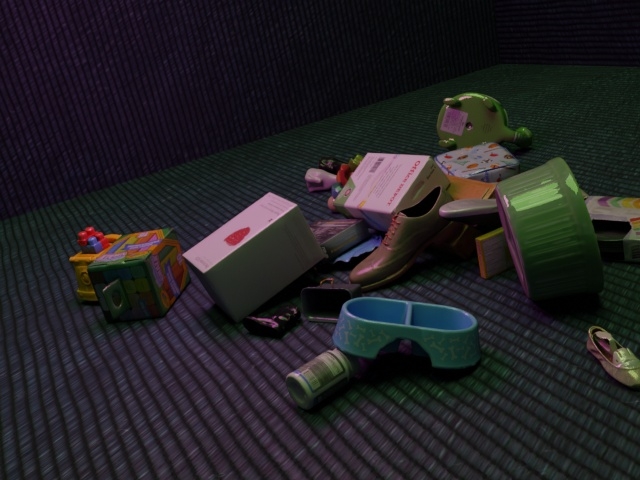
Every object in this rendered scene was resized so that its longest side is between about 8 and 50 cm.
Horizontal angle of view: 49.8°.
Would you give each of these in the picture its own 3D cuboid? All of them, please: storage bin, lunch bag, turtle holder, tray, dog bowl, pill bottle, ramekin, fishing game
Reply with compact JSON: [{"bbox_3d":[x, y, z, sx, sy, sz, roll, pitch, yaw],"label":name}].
[{"bbox_3d":[0.034,0.135,1.650,0.135,0.098,0.091,-1,13,28],"label":"storage bin"},{"bbox_3d":[0.504,-0.224,2.261,0.243,0.115,0.303,-16,22,-2],"label":"lunch bag"},{"bbox_3d":[0.606,-0.435,2.568,0.320,0.243,0.227,-11,2,29],"label":"turtle holder"},{"bbox_3d":[0.313,-0.092,1.948,0.203,0.076,0.411,-53,31,-9],"label":"tray"},{"bbox_3d":[0.172,0.177,1.370,0.297,0.074,0.166,6,17,9],"label":"dog bowl"},{"bbox_3d":[0.007,0.263,1.344,0.137,0.078,0.078,-26,25,-32],"label":"pill bottle"},{"bbox_3d":[0.484,-0.015,1.489,0.148,0.303,0.303,-17,20,11],"label":"ramekin"},{"bbox_3d":[0.091,0.031,1.949,0.264,0.041,0.189,-22,14,-8],"label":"fishing game"}]

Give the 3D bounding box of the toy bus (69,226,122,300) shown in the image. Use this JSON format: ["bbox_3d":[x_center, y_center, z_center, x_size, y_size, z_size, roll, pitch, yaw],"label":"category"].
[{"bbox_3d":[-0.643,0.052,2.083,0.149,0.211,0.220,-2,22,29],"label":"toy bus"}]

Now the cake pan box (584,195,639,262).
[{"bbox_3d":[0.731,-0.030,1.691,0.245,0.070,0.267,6,28,44],"label":"cake pan box"}]

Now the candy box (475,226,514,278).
[{"bbox_3d":[0.471,0.010,1.686,0.205,0.105,0.027,-21,18,-21],"label":"candy box"}]

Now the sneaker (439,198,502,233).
[{"bbox_3d":[0.420,-0.028,1.720,0.295,0.147,0.104,-4,17,-28],"label":"sneaker"}]

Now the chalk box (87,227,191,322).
[{"bbox_3d":[-0.506,0.107,1.906,0.179,0.180,0.289,-8,22,13],"label":"chalk box"}]

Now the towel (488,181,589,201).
[{"bbox_3d":[0.617,-0.129,2.006,0.282,0.049,0.187,-4,22,-1],"label":"towel"}]

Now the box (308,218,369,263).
[{"bbox_3d":[0.000,0.000,1.995,0.183,0.056,0.231,-30,18,-32],"label":"box"}]

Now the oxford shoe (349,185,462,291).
[{"bbox_3d":[0.197,-0.008,1.756,0.348,0.130,0.123,-39,30,-6],"label":"oxford shoe"}]

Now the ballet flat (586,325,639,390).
[{"bbox_3d":[0.524,0.205,1.227,0.057,0.052,0.168,-15,21,-7],"label":"ballet flat"}]

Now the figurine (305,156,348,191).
[{"bbox_3d":[0.074,-0.252,2.625,0.209,0.092,0.215,2,26,24],"label":"figurine"}]

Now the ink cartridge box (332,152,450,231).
[{"bbox_3d":[0.197,-0.135,1.952,0.201,0.117,0.278,-55,32,-14],"label":"ink cartridge box"}]

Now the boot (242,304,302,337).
[{"bbox_3d":[-0.113,0.187,1.656,0.121,0.045,0.099,10,32,31],"label":"boot"}]

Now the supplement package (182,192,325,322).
[{"bbox_3d":[-0.172,0.039,1.789,0.293,0.175,0.177,-38,29,-15],"label":"supplement package"}]

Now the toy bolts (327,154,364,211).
[{"bbox_3d":[0.124,-0.165,2.371,0.218,0.158,0.228,38,28,12],"label":"toy bolts"}]
